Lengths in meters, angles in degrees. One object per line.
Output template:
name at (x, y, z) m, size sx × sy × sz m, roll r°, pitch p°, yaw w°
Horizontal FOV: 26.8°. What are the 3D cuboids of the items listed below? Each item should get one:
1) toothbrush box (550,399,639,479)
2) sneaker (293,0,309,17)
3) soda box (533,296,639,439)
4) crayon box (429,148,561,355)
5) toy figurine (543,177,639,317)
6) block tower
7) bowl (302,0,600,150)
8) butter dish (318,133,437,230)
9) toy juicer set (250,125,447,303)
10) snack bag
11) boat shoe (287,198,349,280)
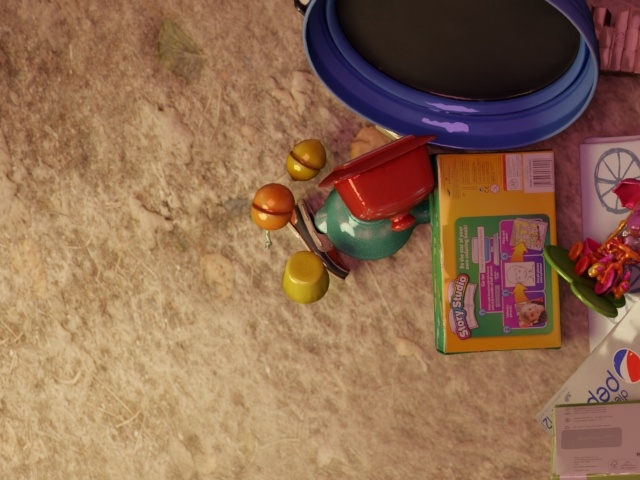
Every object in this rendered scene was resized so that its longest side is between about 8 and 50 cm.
toothbrush box at (0.421, 0.337, 1.739) m, size 0.206 × 0.122 × 0.283 m, roll -6°, pitch 132°, yaw 18°
sneaker at (0.024, -0.309, 1.914) m, size 0.094 × 0.153 × 0.235 m, roll -20°, pitch 85°, yaw 17°
soda box at (0.403, 0.179, 1.763) m, size 0.098 × 0.091 × 0.286 m, roll 51°, pitch 137°, yaw 22°
crayon box at (0.240, 0.015, 1.863) m, size 0.165 × 0.081 × 0.278 m, roll -2°, pitch 91°, yaw -5°
toy figurine at (0.389, -0.004, 1.738) m, size 0.130 × 0.173 × 0.159 m, roll 30°, pitch 110°, yaw -10°
block tower at (0.387, -0.273, 1.836) m, size 0.335 × 0.091 × 0.097 m, roll 10°, pitch 93°, yaw 17°
bowl at (0.172, -0.261, 1.762) m, size 0.391 × 0.391 × 0.077 m, roll 6°, pitch 60°, yaw 17°
butter dish at (0.094, -0.069, 1.840) m, size 0.160 × 0.160 × 0.118 m, roll -25°, pitch 94°, yaw -9°
toy juicer set at (0.051, -0.068, 1.951) m, size 0.329 × 0.089 × 0.209 m, roll -31°, pitch 72°, yaw -10°
snack bag at (0.483, 0.009, 1.755) m, size 0.342 × 0.037 × 0.323 m, roll -4°, pitch 89°, yaw 50°
boat shoe at (0.000, 0.000, 1.984) m, size 0.043 × 0.049 × 0.137 m, roll -43°, pitch 74°, yaw 11°
